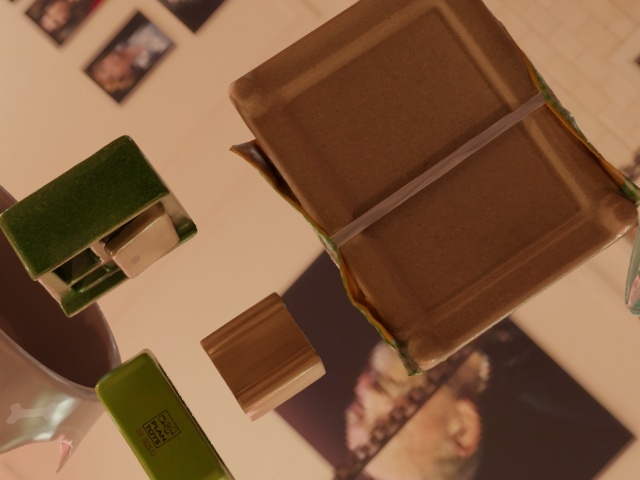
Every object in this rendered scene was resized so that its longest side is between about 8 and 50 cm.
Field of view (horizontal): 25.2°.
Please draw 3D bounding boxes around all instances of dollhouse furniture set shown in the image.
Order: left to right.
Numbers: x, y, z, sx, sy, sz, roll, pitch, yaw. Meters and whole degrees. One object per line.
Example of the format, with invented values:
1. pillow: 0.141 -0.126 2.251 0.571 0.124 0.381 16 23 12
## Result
1. dollhouse furniture set: 0.000 0.000 0.828 0.198 0.301 0.151 56 174 9

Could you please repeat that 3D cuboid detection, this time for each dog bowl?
1. dog bowl: -0.309 0.047 1.260 0.349 0.102 0.349 51 -172 -10

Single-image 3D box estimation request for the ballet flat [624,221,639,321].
1. ballet flat: 0.306 -0.081 1.062 0.106 0.316 0.107 11 -175 -11
